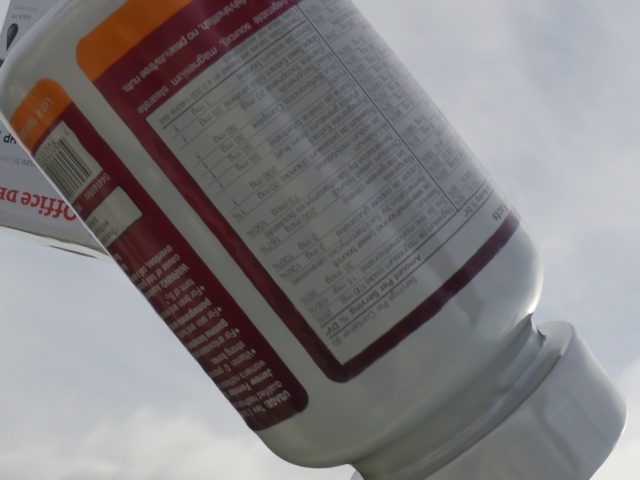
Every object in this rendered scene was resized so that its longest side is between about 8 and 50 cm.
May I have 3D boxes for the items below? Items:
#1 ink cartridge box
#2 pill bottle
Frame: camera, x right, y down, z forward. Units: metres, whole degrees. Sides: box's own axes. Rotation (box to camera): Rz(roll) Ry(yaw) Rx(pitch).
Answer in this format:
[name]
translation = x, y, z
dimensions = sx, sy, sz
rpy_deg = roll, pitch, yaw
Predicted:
[ink cartridge box]
translation = -0.150, -0.088, 0.806
dimensions = 0.139, 0.191, 0.082
rpy_deg = 11, -9, 33
[pill bottle]
translation = 0.000, 0.000, 0.423
dimensions = 0.221, 0.121, 0.121
rpy_deg = 51, -30, -4
